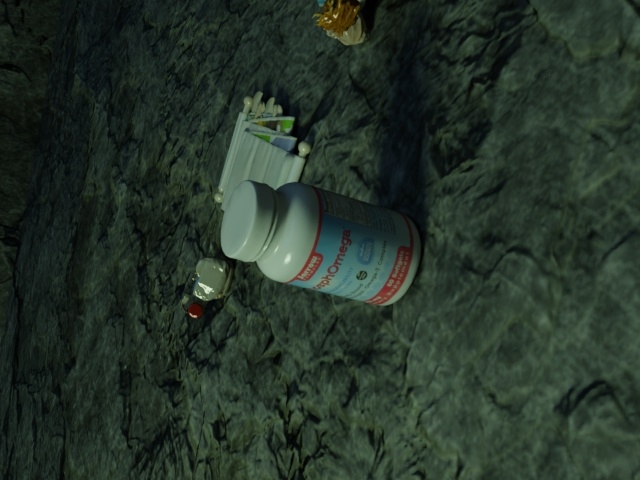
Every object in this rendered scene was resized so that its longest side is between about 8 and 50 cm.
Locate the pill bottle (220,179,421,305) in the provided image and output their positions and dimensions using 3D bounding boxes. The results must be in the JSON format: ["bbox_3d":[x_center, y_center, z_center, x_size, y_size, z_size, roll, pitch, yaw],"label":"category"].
[{"bbox_3d":[0.000,0.000,0.756,0.087,0.160,0.087,-36,47,51],"label":"pill bottle"}]

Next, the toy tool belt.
[{"bbox_3d":[-0.140,0.056,1.113,0.051,0.052,0.083,-55,-10,-79],"label":"toy tool belt"}]

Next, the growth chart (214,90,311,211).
[{"bbox_3d":[-0.077,-0.091,1.087,0.237,0.021,0.172,43,114,59],"label":"growth chart"}]

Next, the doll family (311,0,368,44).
[{"bbox_3d":[0.044,-0.291,0.861,0.263,0.118,0.163,-28,53,54],"label":"doll family"}]
